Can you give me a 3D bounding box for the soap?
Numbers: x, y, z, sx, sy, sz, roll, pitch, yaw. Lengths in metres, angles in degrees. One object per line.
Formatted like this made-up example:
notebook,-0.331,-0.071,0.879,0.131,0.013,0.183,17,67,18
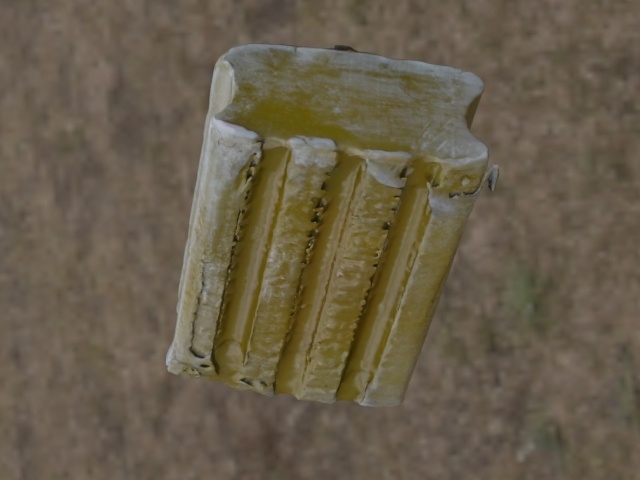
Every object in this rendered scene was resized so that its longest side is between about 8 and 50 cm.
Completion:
soap,0.000,0.000,1.219,0.274,0.173,0.089,106,168,-51
